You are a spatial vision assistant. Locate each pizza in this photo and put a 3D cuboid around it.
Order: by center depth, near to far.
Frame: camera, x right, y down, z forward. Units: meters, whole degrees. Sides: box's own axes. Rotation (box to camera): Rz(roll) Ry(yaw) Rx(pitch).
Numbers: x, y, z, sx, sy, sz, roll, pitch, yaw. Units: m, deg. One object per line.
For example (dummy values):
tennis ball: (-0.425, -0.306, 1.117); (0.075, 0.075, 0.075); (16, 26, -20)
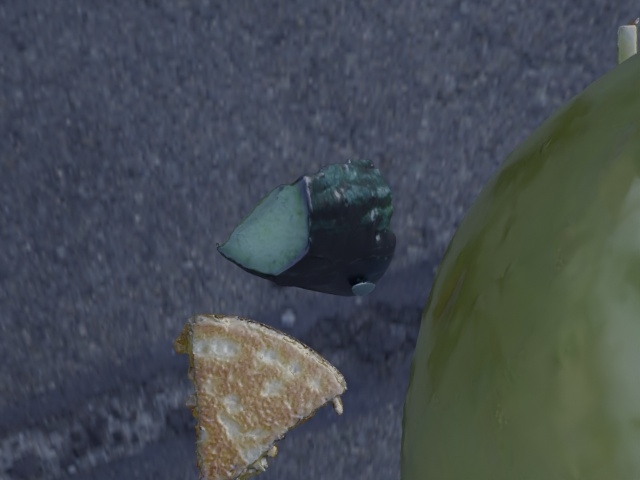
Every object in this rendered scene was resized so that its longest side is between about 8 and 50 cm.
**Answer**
pizza: (-0.082, 0.180, 1.762); (0.188, 0.062, 0.199); (27, 65, -2)

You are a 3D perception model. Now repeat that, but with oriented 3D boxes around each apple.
apple: (0.193, 0.060, 0.678); (0.320, 0.360, 0.311); (19, 55, -6)

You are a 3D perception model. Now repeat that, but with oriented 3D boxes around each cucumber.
cucumber: (0.000, 0.000, 1.251); (0.115, 0.193, 0.085); (-34, 75, 16)

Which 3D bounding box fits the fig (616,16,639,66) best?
fig: (0.218, -0.011, 1.055); (0.159, 0.159, 0.257); (-13, 88, -8)
